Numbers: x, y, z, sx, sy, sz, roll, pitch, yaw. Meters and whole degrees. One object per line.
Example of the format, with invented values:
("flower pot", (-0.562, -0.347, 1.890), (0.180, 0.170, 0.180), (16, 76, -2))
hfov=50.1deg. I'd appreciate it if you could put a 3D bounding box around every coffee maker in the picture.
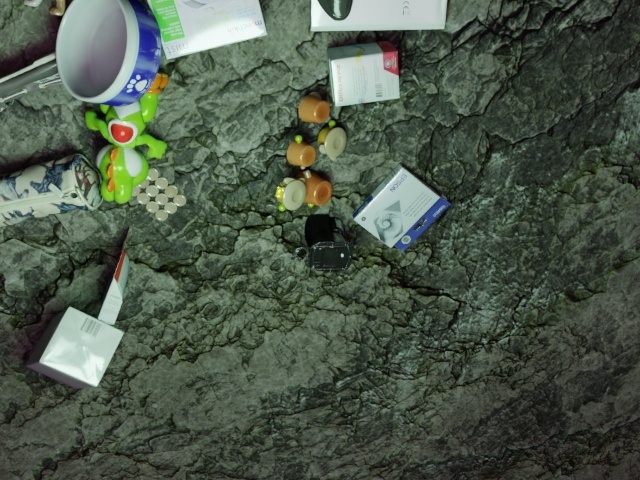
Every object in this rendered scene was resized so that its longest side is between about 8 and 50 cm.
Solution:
("coffee maker", (0.000, 0.000, 2.017), (0.171, 0.178, 0.120), (21, 113, -20))

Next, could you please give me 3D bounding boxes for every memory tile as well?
("memory tile", (-0.474, -0.133, 1.984), (0.113, 0.012, 0.148), (-38, 116, 14))

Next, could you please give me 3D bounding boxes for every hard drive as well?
("hard drive", (0.149, -0.657, 1.742), (0.352, 0.047, 0.233), (-3, 119, -6))

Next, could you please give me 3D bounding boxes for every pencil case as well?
("pencil case", (-0.812, -0.118, 1.856), (0.410, 0.183, 0.160), (-13, 103, 2))

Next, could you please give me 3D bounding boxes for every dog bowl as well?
("dog bowl", (-0.505, -0.456, 1.628), (0.104, 0.265, 0.265), (-1, 132, -56))

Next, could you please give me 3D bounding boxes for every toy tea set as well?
("toy tea set", (-0.040, -0.244, 1.919), (0.200, 0.124, 0.336), (7, 103, -49))

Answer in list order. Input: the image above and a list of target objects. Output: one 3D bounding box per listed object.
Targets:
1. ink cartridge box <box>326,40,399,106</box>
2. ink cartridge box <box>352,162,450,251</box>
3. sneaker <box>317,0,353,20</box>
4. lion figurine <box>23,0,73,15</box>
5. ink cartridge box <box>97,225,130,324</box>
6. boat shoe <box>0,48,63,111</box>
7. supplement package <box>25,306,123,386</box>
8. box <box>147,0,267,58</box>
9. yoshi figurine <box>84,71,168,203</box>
("ink cartridge box", (0.110, -0.443, 1.810), (0.176, 0.127, 0.128), (-8, 120, -3))
("ink cartridge box", (0.249, -0.086, 2.074), (0.224, 0.045, 0.223), (34, 110, -23))
("sneaker", (0.026, -0.657, 1.641), (0.101, 0.106, 0.268), (-13, 121, -1))
("lion figurine", (-0.744, -0.680, 1.594), (0.391, 0.142, 0.240), (4, 112, -25))
("ink cartridge box", (-0.581, 0.099, 2.001), (0.066, 0.189, 0.232), (24, 113, -19))
("boat shoe", (-0.770, -0.386, 1.752), (0.335, 0.112, 0.096), (-25, 114, 3))
("supplement package", (-0.736, 0.325, 2.036), (0.177, 0.175, 0.293), (31, 154, -22))
("box", (-0.285, -0.597, 1.682), (0.261, 0.127, 0.231), (-13, 118, 0))
("yoshi figurine", (-0.517, -0.285, 1.834), (0.203, 0.203, 0.363), (-4, 112, -51))
